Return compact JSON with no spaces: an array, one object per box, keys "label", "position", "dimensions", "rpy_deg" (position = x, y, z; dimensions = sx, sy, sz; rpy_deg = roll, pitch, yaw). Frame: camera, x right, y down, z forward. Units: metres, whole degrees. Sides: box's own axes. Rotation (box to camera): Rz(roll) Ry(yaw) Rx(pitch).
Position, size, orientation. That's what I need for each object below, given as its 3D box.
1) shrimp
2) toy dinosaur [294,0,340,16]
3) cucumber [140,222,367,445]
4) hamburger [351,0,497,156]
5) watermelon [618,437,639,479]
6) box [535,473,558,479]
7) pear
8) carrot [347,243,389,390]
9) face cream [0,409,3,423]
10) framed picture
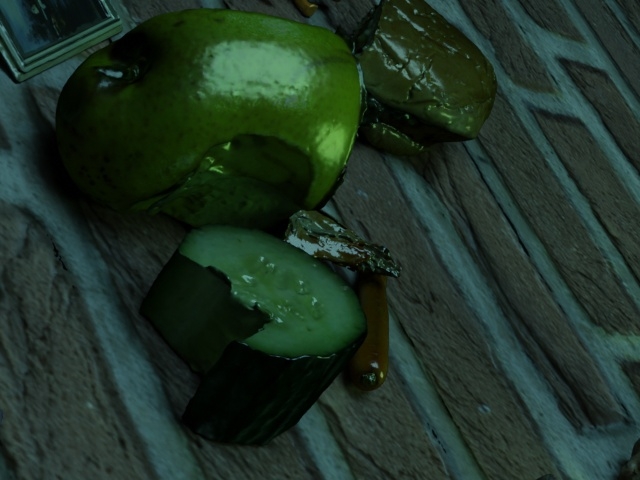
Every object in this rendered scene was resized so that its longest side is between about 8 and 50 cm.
[{"label":"shrimp","position":[0.000,0.000,1.723],"dimensions":[0.184,0.043,0.091],"rpy_deg":[23,33,-3]},{"label":"toy dinosaur","position":[-0.074,-0.368,2.093],"dimensions":[0.288,0.070,0.117],"rpy_deg":[17,29,-46]},{"label":"cucumber","position":[-0.060,0.079,1.484],"dimensions":[0.191,0.130,0.191],"rpy_deg":[30,28,-18]},{"label":"hamburger","position":[0.124,-0.209,2.073],"dimensions":[0.211,0.132,0.309],"rpy_deg":[38,28,-7]},{"label":"watermelon","position":[0.519,0.241,1.867],"dimensions":[0.302,0.264,0.151],"rpy_deg":[29,32,-19]},{"label":"box","position":[0.128,0.362,1.254],"dimensions":[0.190,0.225,0.297],"rpy_deg":[47,30,1]},{"label":"pear","position":[-0.111,-0.115,1.548],"dimensions":[0.255,0.238,0.164],"rpy_deg":[17,45,-42]},{"label":"carrot","position":[0.053,0.076,1.712],"dimensions":[0.043,0.043,0.248],"rpy_deg":[34,30,-17]},{"label":"face cream","position":[-0.362,0.107,1.122],"dimensions":[0.273,0.096,0.154],"rpy_deg":[23,37,-10]},{"label":"framed picture","position":[-0.322,-0.323,1.676],"dimensions":[0.296,0.019,0.232],"rpy_deg":[61,28,-9]}]
